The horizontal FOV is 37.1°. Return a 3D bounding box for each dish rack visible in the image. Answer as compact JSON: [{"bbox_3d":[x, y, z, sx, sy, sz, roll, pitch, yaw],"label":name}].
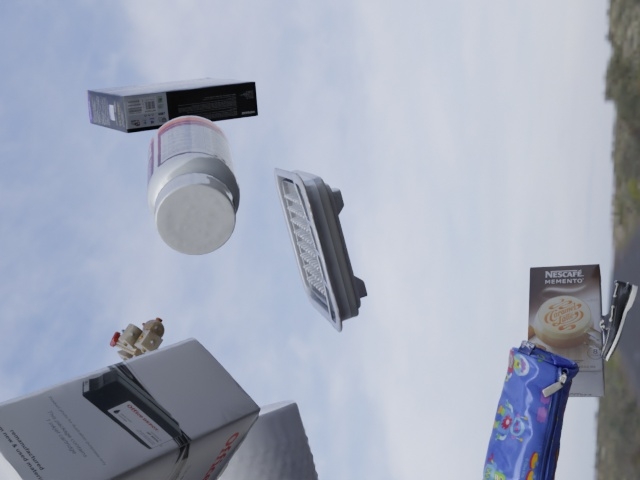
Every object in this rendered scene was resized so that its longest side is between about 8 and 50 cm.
[{"bbox_3d":[0.000,0.000,1.740,0.333,0.072,0.285,-151,44,-76],"label":"dish rack"}]

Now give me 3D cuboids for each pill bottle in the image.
[{"bbox_3d":[-0.170,-0.075,1.274,0.221,0.121,0.121,-108,10,-60],"label":"pill bottle"}]

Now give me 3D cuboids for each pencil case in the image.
[{"bbox_3d":[0.343,0.322,1.573,0.133,0.119,0.306,-176,99,-74],"label":"pencil case"}]

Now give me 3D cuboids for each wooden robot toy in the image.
[{"bbox_3d":[-0.282,0.149,1.519,0.079,0.076,0.173,-59,6,-23],"label":"wooden robot toy"}]

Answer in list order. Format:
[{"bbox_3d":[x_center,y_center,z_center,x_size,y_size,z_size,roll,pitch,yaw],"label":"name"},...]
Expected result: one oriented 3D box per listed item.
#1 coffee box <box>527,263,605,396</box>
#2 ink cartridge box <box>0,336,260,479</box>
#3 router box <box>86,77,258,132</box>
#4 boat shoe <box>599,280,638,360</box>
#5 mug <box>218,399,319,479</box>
[{"bbox_3d":[0.471,0.172,1.837,0.098,0.141,0.246,67,-155,-46],"label":"coffee box"},{"bbox_3d":[-0.307,0.320,1.283,0.395,0.166,0.285,-14,-37,-54],"label":"ink cartridge box"},{"bbox_3d":[-0.329,-0.303,2.109,0.309,0.243,0.081,-12,-73,-29],"label":"router box"},{"bbox_3d":[0.442,0.120,1.440,0.125,0.038,0.046,-67,-17,-9],"label":"boat shoe"},{"bbox_3d":[-0.175,0.511,1.806,0.276,0.374,0.328,8,-115,-78],"label":"mug"}]
